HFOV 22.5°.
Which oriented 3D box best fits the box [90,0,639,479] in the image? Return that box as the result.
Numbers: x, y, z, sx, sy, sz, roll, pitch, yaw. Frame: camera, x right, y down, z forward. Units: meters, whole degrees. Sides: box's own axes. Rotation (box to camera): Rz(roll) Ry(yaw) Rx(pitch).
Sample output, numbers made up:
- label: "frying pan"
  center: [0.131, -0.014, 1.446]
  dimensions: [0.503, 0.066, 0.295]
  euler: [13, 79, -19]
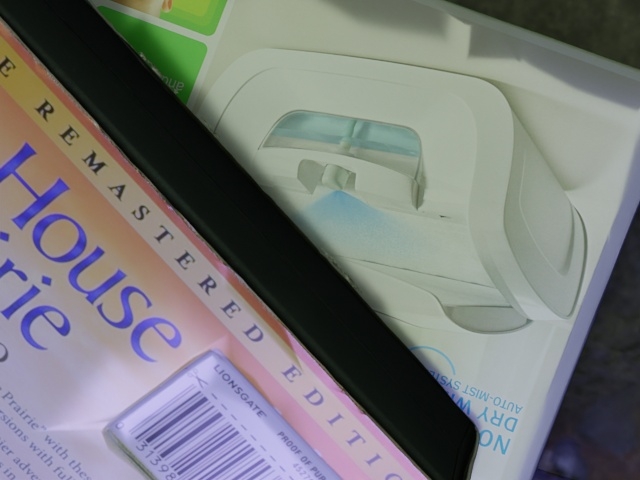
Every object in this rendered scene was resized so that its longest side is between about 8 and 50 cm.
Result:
- label: "box"
  center: [0.000, 0.000, 0.746]
  dimensions: [0.262, 0.127, 0.231]
  euler: [22, 88, 9]

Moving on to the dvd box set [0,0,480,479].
- label: "dvd box set"
  center: [-0.189, 0.088, 0.678]
  dimensions: [0.420, 0.062, 0.307]
  euler: [-38, 102, 27]
